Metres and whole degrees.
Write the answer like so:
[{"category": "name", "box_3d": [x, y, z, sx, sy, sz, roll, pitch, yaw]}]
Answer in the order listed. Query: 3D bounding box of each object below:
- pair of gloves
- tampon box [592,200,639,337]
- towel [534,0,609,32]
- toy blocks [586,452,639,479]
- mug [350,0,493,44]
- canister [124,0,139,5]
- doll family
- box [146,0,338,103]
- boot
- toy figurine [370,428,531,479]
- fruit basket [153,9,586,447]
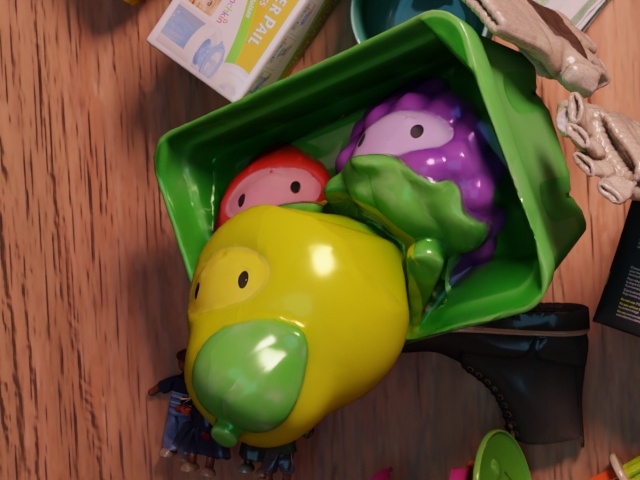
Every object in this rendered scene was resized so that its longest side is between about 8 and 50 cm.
[{"category": "pair of gloves", "box_3d": [0.210, -0.117, 1.067, 0.042, 0.204, 0.240, -46, 67, 25]}, {"category": "tampon box", "box_3d": [0.326, 0.012, 1.177, 0.101, 0.120, 0.161, 19, 95, 25]}, {"category": "towel", "box_3d": [0.210, -0.268, 1.252, 0.152, 0.023, 0.113, 41, 99, 8]}, {"category": "toy blocks", "box_3d": [0.287, 0.264, 1.237, 0.148, 0.054, 0.123, -33, 86, 12]}, {"category": "mug", "box_3d": [0.103, -0.196, 1.239, 0.129, 0.097, 0.158, -19, 89, 12]}, {"category": "canister", "box_3d": [-0.155, -0.333, 1.303, 0.170, 0.073, 0.126, -34, 85, 10]}, {"category": "doll family", "box_3d": [-0.092, 0.172, 1.306, 0.193, 0.076, 0.111, 7, 98, 15]}, {"category": "box", "box_3d": [-0.054, -0.239, 1.268, 0.114, 0.103, 0.203, 36, 99, 9]}, {"category": "boot", "box_3d": [0.157, 0.133, 1.254, 0.198, 0.077, 0.137, -2, 97, 13]}, {"category": "toy figurine", "box_3d": [0.115, 0.264, 1.255, 0.159, 0.130, 0.173, -12, 134, 30]}, {"category": "fruit basket", "box_3d": [0.000, 0.000, 1.089, 0.392, 0.392, 0.283, -18, 88, 12]}]
